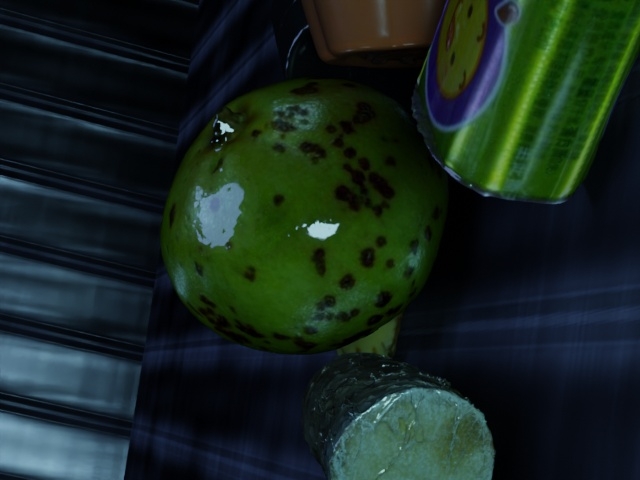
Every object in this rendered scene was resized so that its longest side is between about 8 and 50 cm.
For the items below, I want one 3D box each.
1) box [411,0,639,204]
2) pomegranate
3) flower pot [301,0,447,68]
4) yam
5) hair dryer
[{"bbox_3d":[0.142,-0.195,0.782,0.134,0.097,0.346,-99,23,-52],"label":"box"},{"bbox_3d":[0.000,0.000,1.110,0.263,0.211,0.211,55,-163,-34],"label":"pomegranate"},{"bbox_3d":[0.062,-0.204,1.014,0.190,0.190,0.173,172,95,-77],"label":"flower pot"},{"bbox_3d":[0.043,0.122,0.955,0.183,0.107,0.107,-149,69,-79],"label":"yam"},{"bbox_3d":[0.056,-0.259,1.262,0.302,0.116,0.244,-62,18,21],"label":"hair dryer"}]
